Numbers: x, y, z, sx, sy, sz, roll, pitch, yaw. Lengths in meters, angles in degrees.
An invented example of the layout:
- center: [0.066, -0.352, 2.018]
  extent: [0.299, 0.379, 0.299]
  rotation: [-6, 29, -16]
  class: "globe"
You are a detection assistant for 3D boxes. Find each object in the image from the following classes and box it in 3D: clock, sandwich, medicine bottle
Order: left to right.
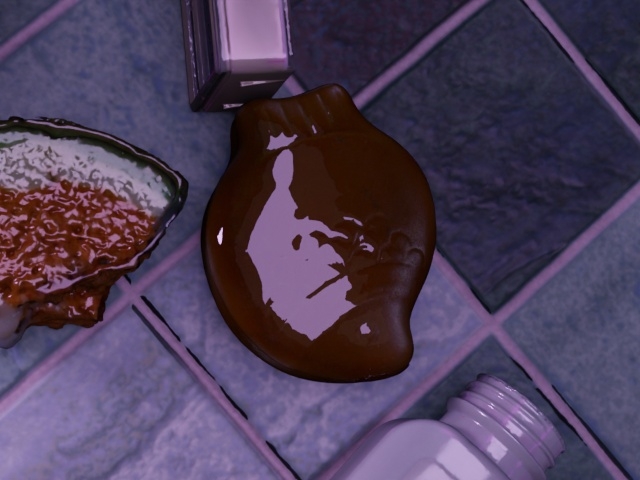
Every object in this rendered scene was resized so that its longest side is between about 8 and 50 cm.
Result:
- center: [-0.262, -0.013, 1.453]
  extent: [0.292, 0.109, 0.212]
  rotation: [-14, 93, -12]
  class: "sandwich"
- center: [-0.078, -0.200, 1.468]
  extent: [0.071, 0.192, 0.147]
  rotation: [-5, 85, -13]
  class: "clock"
- center: [0.083, 0.274, 1.485]
  extent: [0.179, 0.124, 0.324]
  rotation: [44, 78, -5]
  class: "medicine bottle"

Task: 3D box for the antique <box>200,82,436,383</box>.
- center: [0.000, 0.000, 1.494]
  extent: [0.223, 0.129, 0.278]
  rotation: [-19, 88, -14]
  class: "antique"
